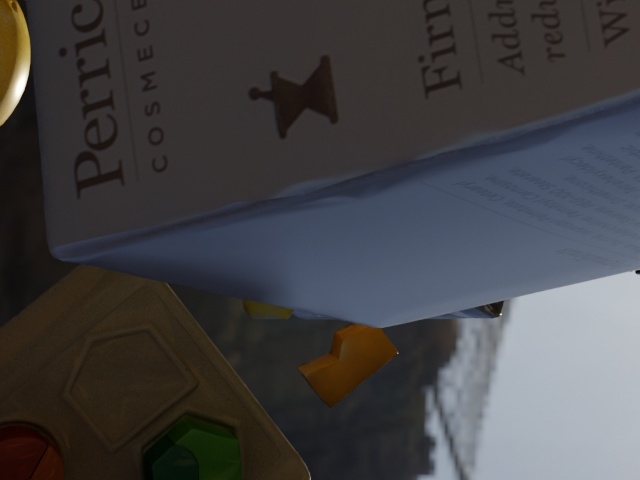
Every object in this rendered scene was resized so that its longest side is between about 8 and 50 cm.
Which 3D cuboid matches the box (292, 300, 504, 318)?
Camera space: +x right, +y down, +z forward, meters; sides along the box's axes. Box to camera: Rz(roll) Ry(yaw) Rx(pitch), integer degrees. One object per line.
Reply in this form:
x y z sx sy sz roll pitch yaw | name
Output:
0.000 0.000 1.898 0.242 0.076 0.307 29 160 -35 | box

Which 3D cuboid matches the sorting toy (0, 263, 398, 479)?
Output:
-0.104 0.117 1.266 0.307 0.229 0.041 -39 -156 -7 | sorting toy

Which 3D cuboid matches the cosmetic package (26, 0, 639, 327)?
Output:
0.097 -0.162 0.989 0.394 0.329 0.327 -15 165 29 | cosmetic package

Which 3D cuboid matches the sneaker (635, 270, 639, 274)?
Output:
0.254 -0.056 1.713 0.286 0.130 0.109 21 160 -11 | sneaker

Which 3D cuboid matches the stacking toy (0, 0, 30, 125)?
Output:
-0.410 -0.176 1.905 0.350 0.480 0.350 42 -177 -2 | stacking toy
